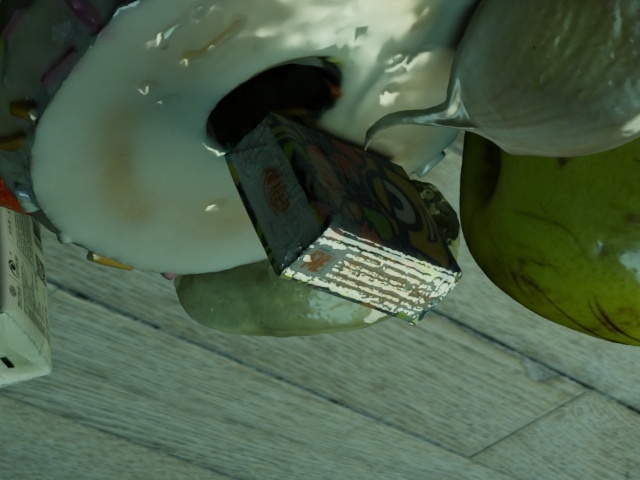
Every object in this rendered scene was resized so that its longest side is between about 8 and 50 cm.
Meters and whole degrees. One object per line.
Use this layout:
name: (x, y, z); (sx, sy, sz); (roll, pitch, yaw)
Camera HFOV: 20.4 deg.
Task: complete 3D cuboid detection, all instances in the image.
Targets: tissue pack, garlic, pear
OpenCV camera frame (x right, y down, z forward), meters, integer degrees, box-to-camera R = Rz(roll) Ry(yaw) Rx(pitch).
tissue pack: (0.015, -0.013, 1.183); (0.060, 0.108, 0.148); (-44, 143, 22)
tissue pack: (-0.276, 0.031, 1.412); (0.099, 0.148, 0.106); (-15, 145, 7)
garlic: (0.160, -0.115, 1.157); (0.266, 0.148, 0.128); (-52, 170, 24)
pear: (0.236, -0.051, 1.328); (0.284, 0.283, 0.283); (-7, 145, -5)

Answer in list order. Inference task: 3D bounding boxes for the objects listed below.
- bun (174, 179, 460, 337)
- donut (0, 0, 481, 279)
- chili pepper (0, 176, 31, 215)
bun: (0.000, 0.000, 1.432); (0.237, 0.210, 0.116); (-18, 107, -19)
donut: (-0.050, -0.135, 1.198); (0.383, 0.142, 0.382); (-19, 147, -13)
chili pepper: (-0.240, -0.063, 1.362); (0.123, 0.073, 0.070); (27, 93, -42)
